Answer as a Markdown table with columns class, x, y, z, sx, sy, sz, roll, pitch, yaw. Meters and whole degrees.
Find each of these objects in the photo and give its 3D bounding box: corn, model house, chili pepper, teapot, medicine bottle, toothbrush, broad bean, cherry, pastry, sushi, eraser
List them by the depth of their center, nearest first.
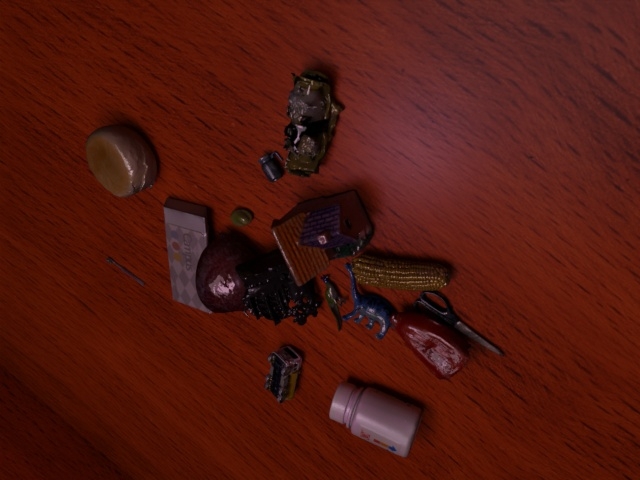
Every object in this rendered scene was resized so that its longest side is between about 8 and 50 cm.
| class | x | y | z | sx | sy | sz | roll | pitch | yaw |
| --- | --- | --- | --- | --- | --- | --- | --- | --- | --- |
| sushi | -0.026 | -0.308 | 1.386 | 0.139 | 0.131 | 0.291 | 18 | 115 | 20 |
| model house | 0.000 | 0.000 | 1.468 | 0.236 | 0.237 | 0.203 | -9 | 109 | 31 |
| corn | 0.231 | 0.094 | 1.491 | 0.291 | 0.101 | 0.101 | 3 | 117 | 22 |
| chili pepper | 0.318 | 0.292 | 1.520 | 0.252 | 0.136 | 0.144 | 40 | 170 | -3 |
| teapot | -0.145 | -0.221 | 1.542 | 0.063 | 0.049 | 0.083 | -24 | 103 | 35 |
| broad bean | -0.263 | -0.075 | 1.691 | 0.083 | 0.045 | 0.063 | -3 | 125 | 38 |
| cherry | -0.305 | 0.122 | 1.717 | 0.230 | 0.203 | 0.301 | -9 | 99 | 15 |
| medicine bottle | 0.185 | 0.595 | 1.735 | 0.292 | 0.170 | 0.170 | 18 | 123 | 17 |
| pastry | -0.679 | -0.269 | 1.747 | 0.264 | 0.133 | 0.265 | 13 | 122 | 22 |
| eraser | -0.469 | 0.056 | 1.845 | 0.212 | 0.082 | 0.397 | 15 | 122 | 19 |
| toothbrush | -0.798 | 0.126 | 2.099 | 0.194 | 0.017 | 0.014 | 32 | 132 | 6 |

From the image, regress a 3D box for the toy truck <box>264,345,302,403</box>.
| class | x | y | z | sx | sy | sz | roll | pitch | yaw |
| --- | --- | --- | --- | --- | --- | --- | --- | --- | --- |
| toy truck | -0.132 | 0.494 | 1.887 | 0.098 | 0.114 | 0.227 | 34 | 129 | 34 |

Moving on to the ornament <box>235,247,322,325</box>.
| class | x | y | z | sx | sy | sz | roll | pitch | yaw |
| --- | --- | --- | --- | --- | --- | --- | --- | --- | --- |
| ornament | -0.128 | 0.169 | 1.646 | 0.106 | 0.251 | 0.261 | 35 | 141 | 61 |

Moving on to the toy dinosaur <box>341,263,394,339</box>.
| class | x | y | z | sx | sy | sz | roll | pitch | yaw |
| --- | --- | --- | --- | --- | --- | --- | --- | --- | --- |
| toy dinosaur | 0.161 | 0.228 | 1.605 | 0.329 | 0.076 | 0.144 | 41 | 95 | 3 |

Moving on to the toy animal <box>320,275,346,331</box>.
| class | x | y | z | sx | sy | sz | roll | pitch | yaw |
| --- | --- | --- | --- | --- | --- | --- | --- | --- | --- |
| toy animal | 0.056 | 0.214 | 1.675 | 0.074 | 0.041 | 0.217 | 5 | 122 | 46 |

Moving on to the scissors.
| class | x | y | z | sx | sy | sz | roll | pitch | yaw |
| --- | --- | --- | --- | --- | --- | --- | --- | --- | --- |
| scissors | 0.415 | 0.254 | 1.521 | 0.299 | 0.022 | 0.109 | 33 | 130 | 7 |
